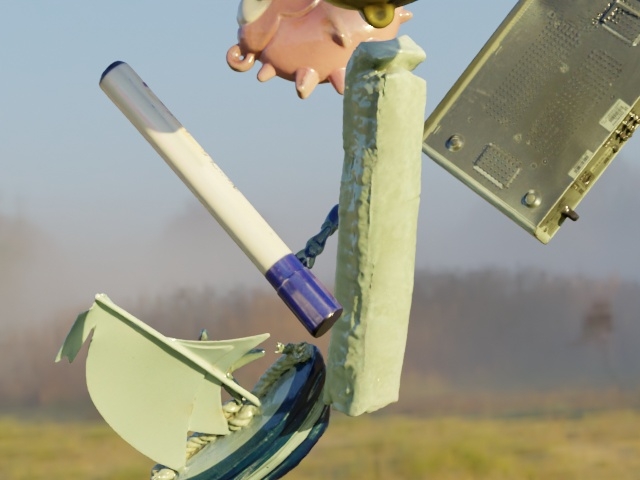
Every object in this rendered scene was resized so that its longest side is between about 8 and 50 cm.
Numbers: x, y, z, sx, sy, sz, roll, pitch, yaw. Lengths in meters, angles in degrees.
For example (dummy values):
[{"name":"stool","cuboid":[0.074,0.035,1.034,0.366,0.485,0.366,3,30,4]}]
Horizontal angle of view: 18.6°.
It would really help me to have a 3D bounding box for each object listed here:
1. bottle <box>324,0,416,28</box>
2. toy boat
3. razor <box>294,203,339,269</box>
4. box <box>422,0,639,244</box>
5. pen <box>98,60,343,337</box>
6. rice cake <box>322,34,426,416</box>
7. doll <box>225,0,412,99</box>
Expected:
[{"name":"bottle","cuboid":[0.135,-0.267,1.324,0.351,0.171,0.171,-22,-4,-2]},{"name":"toy boat","cuboid":[-0.102,0.131,1.775,0.210,0.291,0.070,-26,40,-1]},{"name":"razor","cuboid":[0.002,-0.002,2.281,0.028,0.044,0.154,-51,1,43]},{"name":"box","cuboid":[0.246,-0.152,2.027,0.211,0.270,0.045,41,4,32]},{"name":"pen","cuboid":[-0.079,-0.034,1.504,0.033,0.269,0.033,-39,-14,-11]},{"name":"rice cake","cuboid":[0.047,-0.011,1.707,0.063,0.336,0.066,20,22,41]},{"name":"doll","cuboid":[0.014,-0.256,2.175,0.262,0.211,0.093,-21,-25,1]}]
